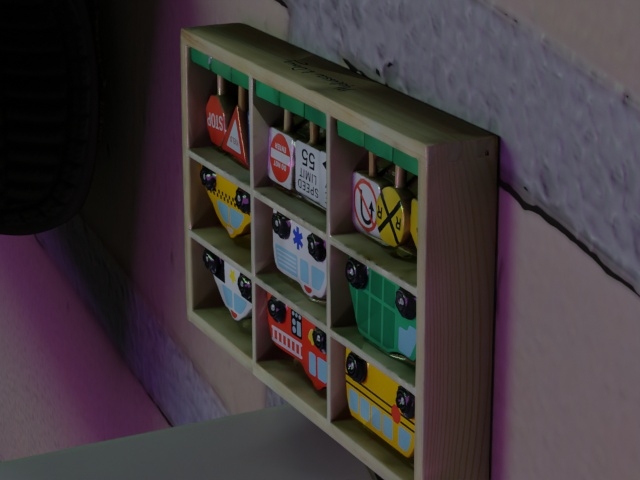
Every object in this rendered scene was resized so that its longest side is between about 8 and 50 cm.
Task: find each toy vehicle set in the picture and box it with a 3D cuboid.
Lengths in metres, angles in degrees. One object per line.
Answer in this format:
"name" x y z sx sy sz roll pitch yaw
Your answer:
"toy vehicle set" 0.000 0.000 0.885 0.267 0.035 0.166 32 126 59

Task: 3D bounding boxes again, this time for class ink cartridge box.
"ink cartridge box" -0.088 0.213 0.958 0.114 0.197 0.273 65 151 31

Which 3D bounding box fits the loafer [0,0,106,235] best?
"loafer" -0.197 -0.185 1.178 0.130 0.134 0.366 -60 -31 -69
